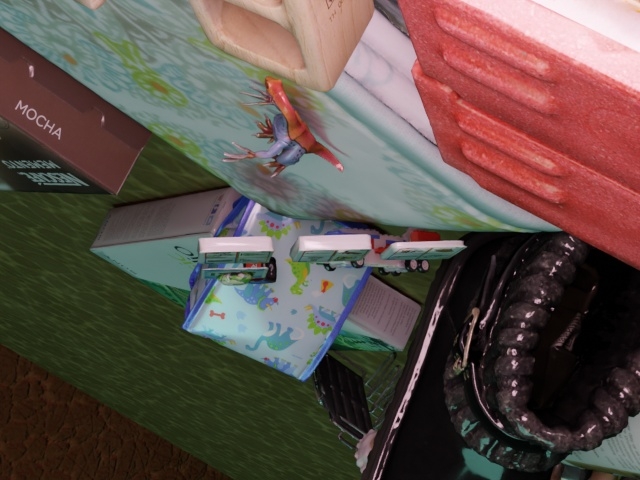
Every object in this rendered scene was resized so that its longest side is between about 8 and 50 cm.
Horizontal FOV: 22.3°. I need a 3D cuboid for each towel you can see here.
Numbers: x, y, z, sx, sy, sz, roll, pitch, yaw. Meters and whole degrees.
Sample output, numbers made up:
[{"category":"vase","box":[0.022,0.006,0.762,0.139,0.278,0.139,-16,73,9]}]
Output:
[{"category":"towel","box":[-0.044,-0.120,1.023,0.374,0.090,0.320,35,165,-31]}]

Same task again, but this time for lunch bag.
[{"category":"lunch bag","box":[-0.033,0.027,1.416,0.128,0.096,0.151,23,125,-14]}]

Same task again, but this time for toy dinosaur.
[{"category":"toy dinosaur","box":[-0.017,-0.069,0.933,0.090,0.047,0.082,-4,168,-21]}]

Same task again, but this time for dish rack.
[{"category":"dish rack","box":[0.110,0.197,1.702,0.271,0.074,0.208,35,-168,-14]}]

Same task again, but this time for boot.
[{"category":"boot","box":[0.131,0.141,1.106,0.131,0.348,0.260,11,176,-15]}]

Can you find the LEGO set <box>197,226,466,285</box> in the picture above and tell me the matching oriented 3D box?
[{"category":"LEGO set","box":[0.000,0.000,1.201,0.182,0.060,0.244,-1,173,-4]}]

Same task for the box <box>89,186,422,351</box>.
[{"category":"box","box":[-0.075,0.037,1.637,0.232,0.058,0.322,33,164,-22]}]

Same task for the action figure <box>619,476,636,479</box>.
[{"category":"action figure","box":[0.438,0.325,1.619,0.330,0.178,0.341,35,-171,28]}]

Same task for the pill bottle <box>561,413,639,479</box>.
[{"category":"pill bottle","box":[0.270,0.118,1.211,0.131,0.131,0.229,34,163,-29]}]

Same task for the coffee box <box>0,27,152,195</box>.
[{"category":"coffee box","box":[-0.264,-0.128,1.276,0.168,0.119,0.297,37,161,-32]}]

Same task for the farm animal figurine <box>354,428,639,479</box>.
[{"category":"farm animal figurine","box":[0.234,0.251,1.426,0.326,0.172,0.330,3,-165,-46]}]

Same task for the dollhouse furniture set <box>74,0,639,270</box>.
[{"category":"dollhouse furniture set","box":[0.023,-0.162,0.582,0.374,0.201,0.152,28,166,18]}]
